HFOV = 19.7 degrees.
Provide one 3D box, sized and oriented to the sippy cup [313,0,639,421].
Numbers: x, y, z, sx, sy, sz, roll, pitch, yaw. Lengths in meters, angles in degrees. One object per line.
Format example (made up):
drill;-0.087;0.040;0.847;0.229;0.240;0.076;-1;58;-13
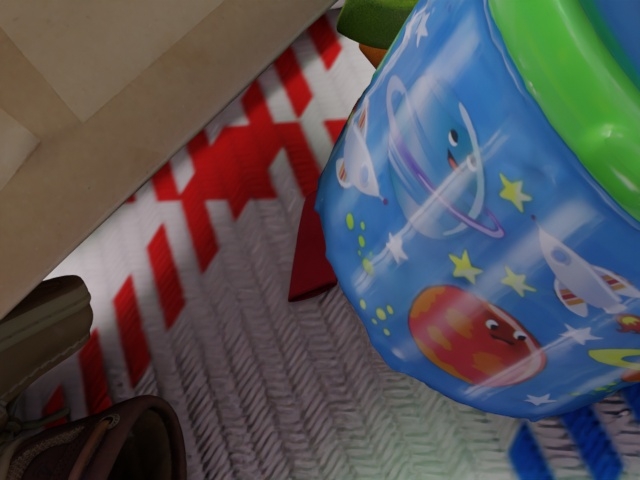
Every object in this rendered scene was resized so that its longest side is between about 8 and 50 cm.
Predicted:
sippy cup;0.118;-0.042;0.757;0.224;0.240;0.305;-44;25;48

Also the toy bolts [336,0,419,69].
toy bolts;0.138;-0.147;1.008;0.228;0.158;0.218;-54;-5;-6

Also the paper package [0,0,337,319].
paper package;-0.171;-0.073;0.880;0.325;0.168;0.309;-45;11;-7

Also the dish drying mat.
dish drying mat;0.000;0.000;1.027;0.032;0.008;0.083;-21;38;25

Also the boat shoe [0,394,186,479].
boat shoe;-0.097;0.190;0.798;0.123;0.123;0.342;-30;28;14

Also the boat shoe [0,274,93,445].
boat shoe;-0.239;0.122;1.050;0.285;0.089;0.104;-34;8;1

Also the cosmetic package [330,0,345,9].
cosmetic package;-0.184;-0.336;1.209;0.329;0.327;0.394;-14;29;-20
